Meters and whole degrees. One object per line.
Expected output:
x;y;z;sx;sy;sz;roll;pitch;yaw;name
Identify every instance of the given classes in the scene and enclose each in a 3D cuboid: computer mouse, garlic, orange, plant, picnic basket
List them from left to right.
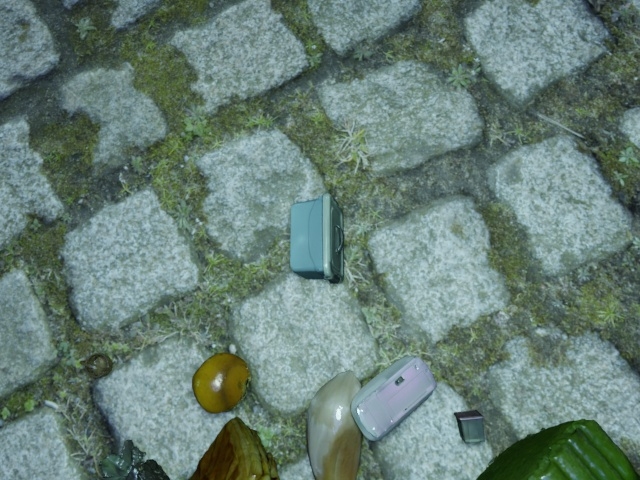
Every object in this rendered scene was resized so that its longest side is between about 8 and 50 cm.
-0.601;0.333;1.375;0.071;0.083;0.072;-2;76;6;picnic basket
-0.451;0.601;1.265;0.203;0.131;0.143;27;82;25;plant
-0.253;0.361;1.304;0.134;0.156;0.157;7;75;29;orange
0.032;0.486;1.271;0.143;0.112;0.318;3;87;4;garlic
0.180;0.387;1.272;0.245;0.056;0.126;-32;85;-26;computer mouse

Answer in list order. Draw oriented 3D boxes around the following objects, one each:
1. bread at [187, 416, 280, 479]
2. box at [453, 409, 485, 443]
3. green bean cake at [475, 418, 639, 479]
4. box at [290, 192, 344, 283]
-0.189;0.598;1.179;0.167;0.324;0.278;33;87;-22;bread
0.363;0.451;1.246;0.060;0.085;0.063;-6;80;4;box
0.457;0.551;1.058;0.319;0.335;0.218;-26;67;-31;green bean cake
0.000;0.000;1.366;0.129;0.162;0.227;-5;74;16;box
